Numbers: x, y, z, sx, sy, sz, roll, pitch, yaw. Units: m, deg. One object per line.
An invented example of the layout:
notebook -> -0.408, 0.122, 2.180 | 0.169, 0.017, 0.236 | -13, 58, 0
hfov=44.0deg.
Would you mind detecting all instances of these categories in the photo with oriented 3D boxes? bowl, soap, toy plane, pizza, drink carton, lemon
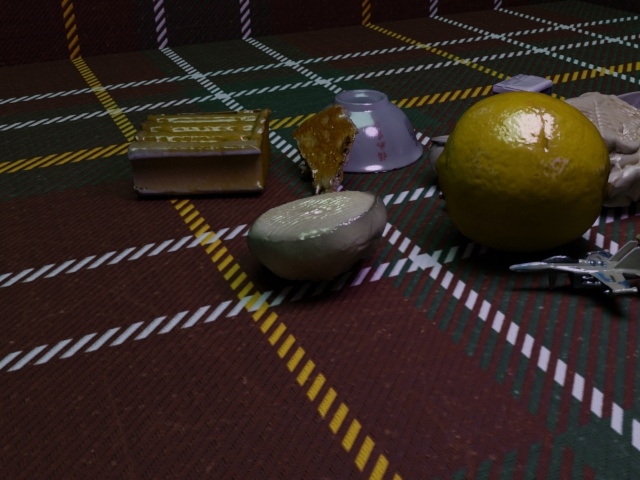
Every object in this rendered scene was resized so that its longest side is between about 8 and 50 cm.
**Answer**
bowl -> 0.111, -0.315, 2.145 | 0.345, 0.157, 0.346 | 0, 27, 0
soap -> -0.290, -0.226, 1.992 | 0.334, 0.156, 0.293 | -2, 29, -1
toy plane -> 0.485, 0.061, 1.466 | 0.261, 0.088, 0.192 | -9, 20, 8
pizza -> 0.021, -0.217, 1.960 | 0.189, 0.071, 0.297 | -35, 40, 18
drink carton -> 0.502, -0.292, 2.002 | 0.101, 0.223, 0.134 | 19, 33, 35
lemon -> 0.405, -0.133, 1.583 | 0.347, 0.348, 0.348 | -1, 26, 1

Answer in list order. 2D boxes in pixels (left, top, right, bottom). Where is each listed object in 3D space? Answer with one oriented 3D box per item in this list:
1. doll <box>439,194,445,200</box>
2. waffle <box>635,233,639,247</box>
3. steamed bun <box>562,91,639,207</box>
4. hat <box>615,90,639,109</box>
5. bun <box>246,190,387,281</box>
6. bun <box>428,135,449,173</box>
doll -> 0.414, -0.128, 1.833 | 0.290, 0.086, 0.117 | -13, 12, -21
waffle -> 0.730, 0.019, 1.577 | 0.169, 0.036, 0.183 | -8, 27, -9
steamed bun -> 0.644, -0.191, 1.815 | 0.289, 0.203, 0.276 | -3, 52, -27
hat -> 0.888, -0.329, 2.179 | 0.301, 0.168, 0.257 | -15, -5, 28
bun -> 0.000, 0.000, 1.537 | 0.287, 0.146, 0.287 | -11, 15, 3
bun -> 0.346, -0.191, 1.923 | 0.172, 0.120, 0.173 | -1, 17, 0
